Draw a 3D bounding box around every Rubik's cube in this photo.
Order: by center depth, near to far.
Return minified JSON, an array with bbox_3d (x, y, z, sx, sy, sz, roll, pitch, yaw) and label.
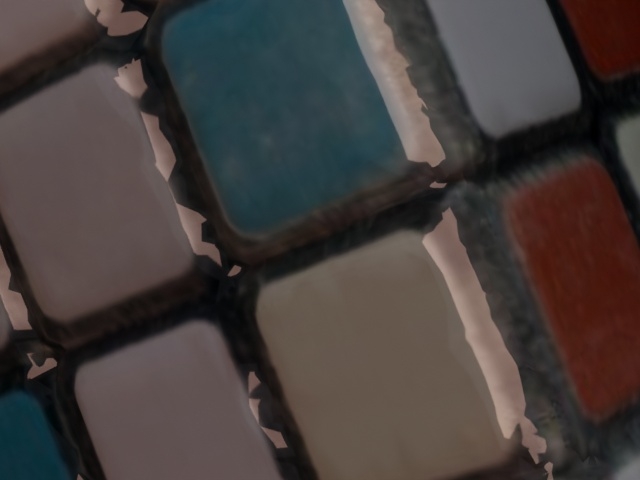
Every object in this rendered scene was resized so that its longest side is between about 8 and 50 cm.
[{"bbox_3d":[0.001,0.001,0.521,0.259,0.253,0.256,-24,88,34],"label":"Rubik's cube"}]
